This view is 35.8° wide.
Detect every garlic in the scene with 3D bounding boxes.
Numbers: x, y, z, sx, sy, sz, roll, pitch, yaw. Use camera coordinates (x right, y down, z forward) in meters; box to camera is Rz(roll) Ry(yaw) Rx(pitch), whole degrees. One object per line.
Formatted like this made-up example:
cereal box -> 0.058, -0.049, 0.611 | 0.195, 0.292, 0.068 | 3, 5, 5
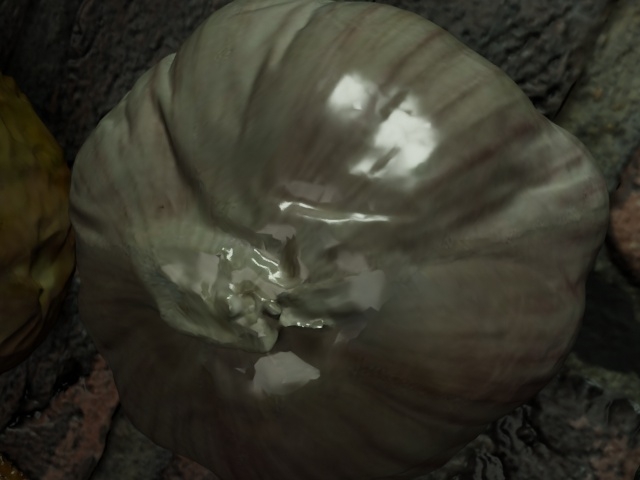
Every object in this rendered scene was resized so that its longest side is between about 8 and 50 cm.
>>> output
garlic -> 0.000, 0.000, 0.574 | 0.317, 0.259, 0.318 | 6, 106, 22

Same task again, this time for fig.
fig -> -0.334, -0.012, 0.648 | 0.286, 0.368, 0.286 | 1, 95, 12

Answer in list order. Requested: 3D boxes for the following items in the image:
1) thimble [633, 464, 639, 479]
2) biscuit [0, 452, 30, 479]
thimble -> 0.247, 0.182, 0.602 | 0.118, 0.090, 0.135 | 11, 101, 16
biscuit -> -0.330, 0.274, 0.882 | 0.232, 0.013, 0.237 | 35, 111, 12
